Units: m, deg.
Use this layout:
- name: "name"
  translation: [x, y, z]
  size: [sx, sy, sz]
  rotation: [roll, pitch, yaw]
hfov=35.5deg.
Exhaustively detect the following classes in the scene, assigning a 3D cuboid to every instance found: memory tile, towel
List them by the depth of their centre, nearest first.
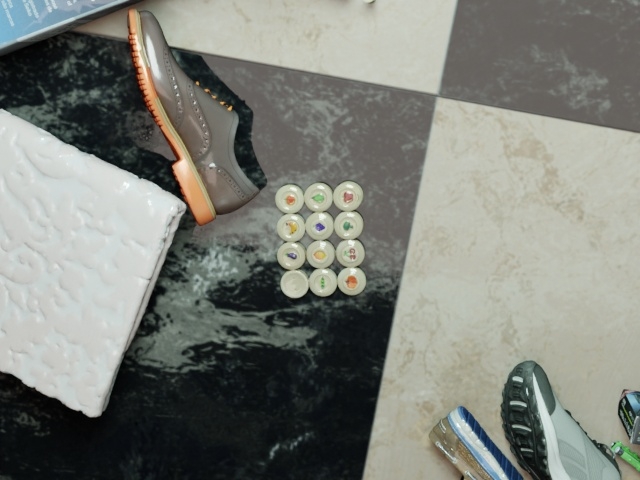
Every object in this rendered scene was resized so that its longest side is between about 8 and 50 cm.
- name: "memory tile"
  translation: [0.000, 0.000, 1.265]
  size: [0.113, 0.012, 0.148]
  rotation: [-1, 103, 7]
- name: "towel"
  translation: [-0.363, 0.021, 1.268]
  size: [0.331, 0.053, 0.317]
  rotation: [25, 106, 11]

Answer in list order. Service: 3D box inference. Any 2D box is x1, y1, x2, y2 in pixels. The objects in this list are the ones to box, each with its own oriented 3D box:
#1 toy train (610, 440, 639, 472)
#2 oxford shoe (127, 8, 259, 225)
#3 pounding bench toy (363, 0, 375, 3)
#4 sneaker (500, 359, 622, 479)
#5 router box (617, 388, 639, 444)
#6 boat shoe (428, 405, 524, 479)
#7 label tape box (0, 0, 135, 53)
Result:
- name: "toy train"
  translation: [0.406, 0.286, 1.278]
  size: [0.083, 0.024, 0.017]
  rotation: [35, 105, -3]
- name: "oxford shoe"
  translation: [-0.157, -0.159, 1.216]
  size: [0.098, 0.097, 0.271]
  rotation: [-22, 107, -6]
- name: "pounding bench toy"
  translation: [0.037, -0.320, 1.165]
  size: [0.083, 0.052, 0.065]
  rotation: [24, 104, 1]
- name: "sneaker"
  translation: [0.313, 0.272, 1.261]
  size: [0.108, 0.100, 0.272]
  rotation: [-26, 95, -17]
- name: "router box"
  translation: [0.434, 0.223, 1.225]
  size: [0.122, 0.092, 0.038]
  rotation: [8, 104, 4]
- name: "boat shoe"
  translation: [0.210, 0.302, 1.290]
  size: [0.066, 0.066, 0.183]
  rotation: [-37, 87, 18]
- name: "label tape box"
  translation: [-0.308, -0.379, 1.163]
  size: [0.347, 0.115, 0.249]
  rotation: [-19, 101, 8]
